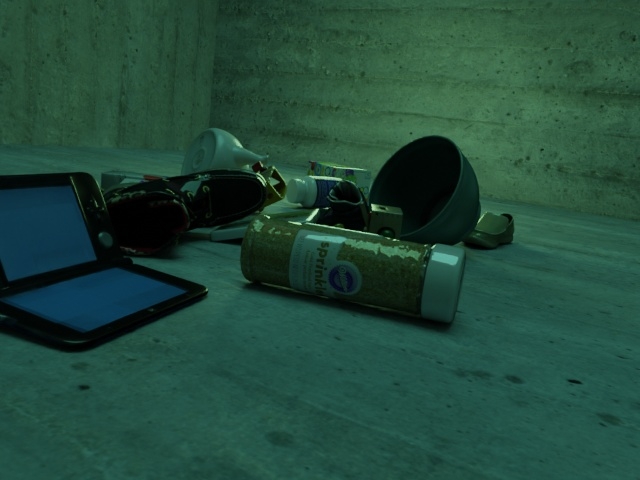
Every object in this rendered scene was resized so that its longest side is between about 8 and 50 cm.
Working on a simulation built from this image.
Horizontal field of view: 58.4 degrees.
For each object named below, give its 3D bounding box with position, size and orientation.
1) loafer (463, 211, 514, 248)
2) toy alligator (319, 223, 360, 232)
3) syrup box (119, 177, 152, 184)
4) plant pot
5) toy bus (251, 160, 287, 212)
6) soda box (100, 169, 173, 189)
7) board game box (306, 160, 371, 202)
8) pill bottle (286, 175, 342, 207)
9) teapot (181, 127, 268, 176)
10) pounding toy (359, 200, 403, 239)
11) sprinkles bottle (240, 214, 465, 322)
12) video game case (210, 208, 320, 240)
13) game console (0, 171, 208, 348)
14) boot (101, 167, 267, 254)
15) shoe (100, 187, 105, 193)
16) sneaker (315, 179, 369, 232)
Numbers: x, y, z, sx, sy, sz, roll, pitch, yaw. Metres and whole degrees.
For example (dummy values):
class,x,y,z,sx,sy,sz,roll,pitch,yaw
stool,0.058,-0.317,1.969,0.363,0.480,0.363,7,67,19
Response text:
class,x,y,z,sx,sy,sz,roll,pitch,yaw
loafer,0.490,-0.036,1.667,0.102,0.091,0.269,14,14,34
toy alligator,0.000,0.000,1.322,0.190,0.056,0.051,-4,-30,-18
syrup box,-0.378,-0.094,1.431,0.237,0.096,0.093,5,12,-13
plant pot,0.296,-0.100,1.501,0.196,0.292,0.293,31,-5,-37
toy bus,-0.200,-0.137,1.729,0.191,0.104,0.202,-44,30,-13
soda box,-0.439,-0.126,1.549,0.287,0.097,0.091,7,11,-3
board game box,0.064,-0.223,2.225,0.145,0.141,0.275,1,12,-26
pill bottle,-0.017,-0.166,1.971,0.187,0.111,0.112,0,13,-31
teapot,-0.326,-0.231,1.880,0.187,0.252,0.256,23,14,-39
pounding toy,0.133,-0.029,1.319,0.100,0.130,0.141,7,11,3
sprinkles bottle,0.050,0.042,0.940,0.356,0.121,0.121,10,12,18
video game case,-0.123,-0.039,1.355,0.227,0.026,0.206,-7,10,7
game console,-0.329,0.007,0.790,0.174,0.250,0.293,-18,2,21
boot,-0.289,-0.067,1.196,0.378,0.138,0.284,-4,13,-10
shoe,-0.603,-0.109,1.417,0.219,0.076,0.058,6,16,7
sneaker,0.037,-0.086,1.456,0.226,0.086,0.163,13,-32,41
